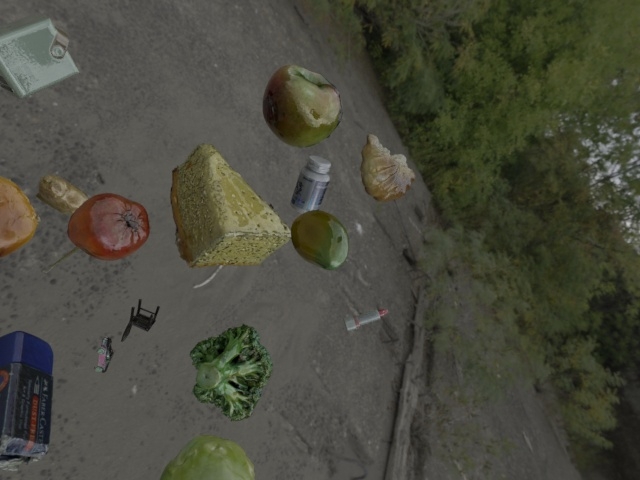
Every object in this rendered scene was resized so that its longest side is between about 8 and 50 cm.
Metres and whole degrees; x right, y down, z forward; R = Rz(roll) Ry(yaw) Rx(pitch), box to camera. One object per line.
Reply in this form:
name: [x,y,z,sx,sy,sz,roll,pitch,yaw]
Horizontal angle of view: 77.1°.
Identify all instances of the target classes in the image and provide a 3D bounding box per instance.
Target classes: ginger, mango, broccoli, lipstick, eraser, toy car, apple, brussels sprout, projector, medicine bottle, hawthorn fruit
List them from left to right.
eraser: [-0.803,0.420,1.073,0.155,0.102,0.332,69,-2,-53]
projector: [-0.905,-0.580,1.255,0.242,0.164,0.177,-48,147,-30]
ginger: [-0.973,-0.172,1.526,0.193,0.123,0.115,29,69,-13]
hawthorn fruit: [-0.530,0.000,0.935,0.165,0.286,0.165,45,28,-33]
toy car: [-0.803,0.427,1.500,0.055,0.142,0.069,10,20,-15]
brussels sprout: [-0.170,0.388,0.609,0.152,0.122,0.149,-20,95,-20]
broccoli: [-0.269,0.388,1.161,0.269,0.254,0.269,59,3,-5]
apple: [-0.053,-0.336,1.040,0.207,0.188,0.173,28,42,-12]
medicine bottle: [-0.030,-0.193,1.405,0.107,0.191,0.107,16,26,-8]
mango: [0.000,0.000,0.950,0.092,0.130,0.194,40,13,-40]
lipstick: [0.191,0.322,1.655,0.063,0.187,0.057,153,-80,-86]

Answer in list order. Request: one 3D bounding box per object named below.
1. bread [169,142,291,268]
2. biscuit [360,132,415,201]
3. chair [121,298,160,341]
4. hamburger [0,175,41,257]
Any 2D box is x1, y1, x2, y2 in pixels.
bread: [-0.258,-0.087,1.151,0.279,0.248,0.315,12,57,-38]
biscuit: [0.145,-0.136,0.833,0.183,0.061,0.118,19,89,-52]
chair: [-0.799,0.376,1.779,0.102,0.212,0.084,23,21,-6]
hamburger: [-1.111,-0.075,1.305,0.314,0.170,0.289,-23,119,-33]
